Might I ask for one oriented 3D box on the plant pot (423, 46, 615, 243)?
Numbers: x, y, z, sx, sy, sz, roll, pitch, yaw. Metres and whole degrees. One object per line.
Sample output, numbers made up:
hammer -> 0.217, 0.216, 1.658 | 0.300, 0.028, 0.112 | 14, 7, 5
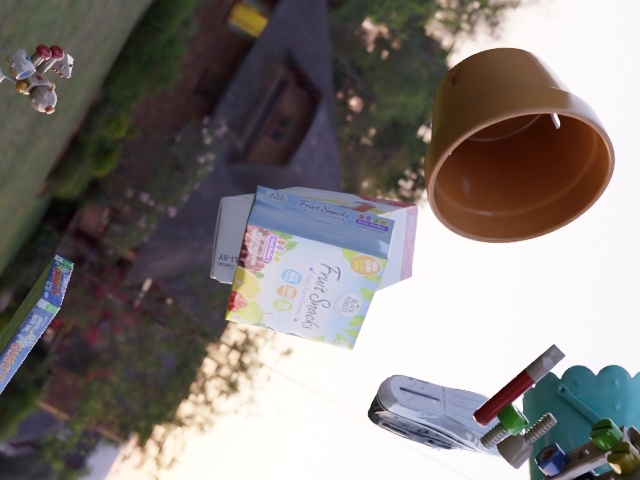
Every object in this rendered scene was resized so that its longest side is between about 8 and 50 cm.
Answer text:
plant pot -> 0.294, -0.165, 1.967 | 0.291, 0.291, 0.203 | -56, -149, 41

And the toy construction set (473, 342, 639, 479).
toy construction set -> 0.367, 0.251, 1.504 | 0.237, 0.309, 0.257 | -44, 167, 11

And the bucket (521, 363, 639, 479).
bucket -> 0.467, 0.338, 2.068 | 0.281, 0.281, 0.183 | 128, -29, -57

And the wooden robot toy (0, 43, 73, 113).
wooden robot toy -> -0.371, -0.207, 1.649 | 0.076, 0.079, 0.173 | -31, 172, 28

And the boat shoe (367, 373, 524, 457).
boat shoe -> 0.251, 0.367, 2.538 | 0.119, 0.335, 0.121 | -54, -163, 43

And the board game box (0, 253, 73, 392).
board game box -> -0.454, 0.132, 1.932 | 0.201, 0.035, 0.136 | -52, -162, 21

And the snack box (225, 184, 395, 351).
snack box -> -0.016, 0.038, 1.550 | 0.207, 0.174, 0.070 | 109, -5, -53

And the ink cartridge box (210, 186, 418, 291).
ink cartridge box -> 0.000, 0.000, 2.391 | 0.385, 0.279, 0.160 | -16, 115, -69
